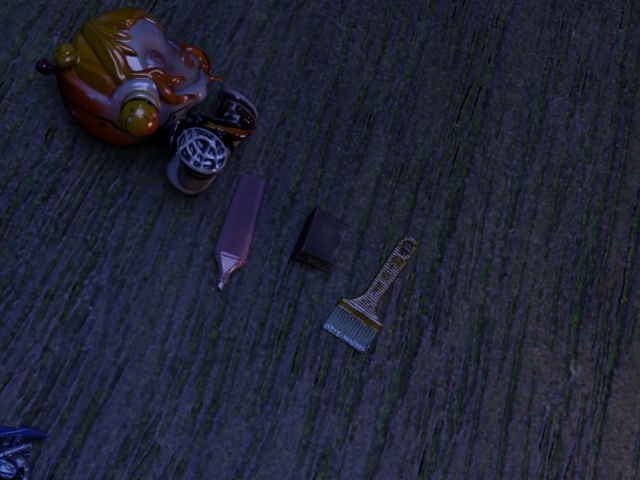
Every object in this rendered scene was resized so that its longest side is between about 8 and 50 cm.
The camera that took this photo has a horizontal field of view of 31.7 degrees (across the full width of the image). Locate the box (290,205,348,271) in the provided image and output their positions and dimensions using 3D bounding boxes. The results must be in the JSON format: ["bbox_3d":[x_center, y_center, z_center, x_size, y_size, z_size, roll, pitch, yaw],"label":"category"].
[{"bbox_3d":[0.000,0.000,1.783,0.063,0.060,0.084,24,67,-9],"label":"box"}]

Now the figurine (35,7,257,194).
[{"bbox_3d":[-0.266,-0.222,1.722,0.323,0.196,0.320,41,24,-6],"label":"figurine"}]

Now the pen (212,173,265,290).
[{"bbox_3d":[-0.131,-0.011,1.770,0.053,0.032,0.197,20,66,-7],"label":"pen"}]

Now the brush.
[{"bbox_3d":[0.091,0.076,1.804,0.082,0.010,0.218,35,66,1],"label":"brush"}]

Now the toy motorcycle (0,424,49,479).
[{"bbox_3d":[-0.492,0.277,1.567,0.205,0.076,0.114,21,61,-6],"label":"toy motorcycle"}]
